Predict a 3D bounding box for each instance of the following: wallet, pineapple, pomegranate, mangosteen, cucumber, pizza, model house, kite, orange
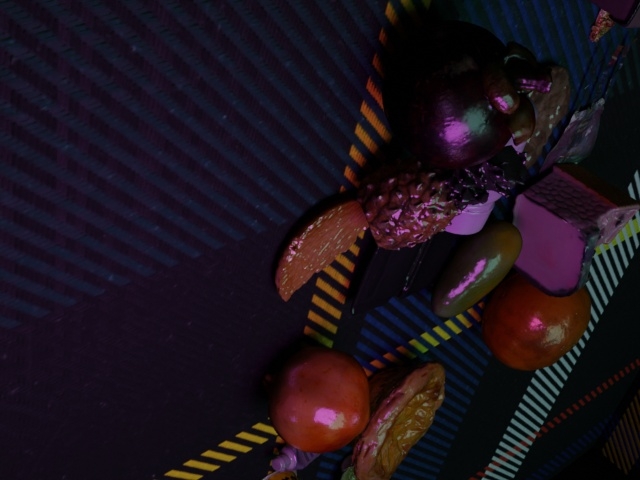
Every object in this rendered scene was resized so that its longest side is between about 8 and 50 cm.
[{"bbox_3d":[0.186,0.025,1.808,0.323,0.041,0.247,-14,136,-49],"label":"wallet"},{"bbox_3d":[0.206,-0.082,1.498,0.278,0.158,0.157,-17,161,26],"label":"pineapple"},{"bbox_3d":[-0.002,0.296,1.723,0.209,0.209,0.209,-32,146,-25],"label":"pomegranate"},{"bbox_3d":[0.221,-0.220,1.358,0.228,0.265,0.228,6,83,-49],"label":"mangosteen"},{"bbox_3d":[0.057,0.613,2.314,0.070,0.046,0.220,-20,138,-35],"label":"cucumber"},{"bbox_3d":[0.556,-0.427,1.778,0.083,0.025,0.078,-45,152,-3],"label":"pizza"},{"bbox_3d":[0.572,-0.028,2.046,0.237,0.202,0.237,-33,139,-28],"label":"model house"},{"bbox_3d":[0.584,-0.278,1.990,0.204,0.022,0.360,-24,146,-35],"label":"kite"},{"bbox_3d":[0.533,0.188,2.255,0.284,0.226,0.284,-39,158,-19],"label":"orange"}]

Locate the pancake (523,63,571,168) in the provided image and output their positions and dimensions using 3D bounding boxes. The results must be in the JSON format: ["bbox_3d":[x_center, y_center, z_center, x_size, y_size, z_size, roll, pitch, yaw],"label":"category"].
[{"bbox_3d":[0.407,-0.237,1.792,0.222,0.042,0.236,-11,131,-39],"label":"pancake"}]

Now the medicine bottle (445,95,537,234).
[{"bbox_3d":[0.271,-0.146,1.614,0.152,0.152,0.255,-20,139,-38],"label":"medicine bottle"}]

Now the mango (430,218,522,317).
[{"bbox_3d":[0.334,0.065,1.962,0.251,0.114,0.156,-57,164,6],"label":"mango"}]

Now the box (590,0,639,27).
[{"bbox_3d":[0.576,-0.489,1.611,0.252,0.153,0.188,-15,138,-44],"label":"box"}]

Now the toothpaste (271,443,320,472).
[{"bbox_3d":[-0.008,0.457,2.050,0.301,0.048,0.075,-11,119,-54],"label":"toothpaste"}]

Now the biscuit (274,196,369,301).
[{"bbox_3d":[-0.001,-0.001,1.550,0.224,0.033,0.144,-43,147,-9],"label":"biscuit"}]

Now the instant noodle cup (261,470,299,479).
[{"bbox_3d":[-0.080,0.624,2.052,0.182,0.144,0.182,-33,147,-25],"label":"instant noodle cup"}]

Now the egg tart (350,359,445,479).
[{"bbox_3d":[0.159,0.404,2.094,0.341,0.129,0.341,-39,143,-37],"label":"egg tart"}]
